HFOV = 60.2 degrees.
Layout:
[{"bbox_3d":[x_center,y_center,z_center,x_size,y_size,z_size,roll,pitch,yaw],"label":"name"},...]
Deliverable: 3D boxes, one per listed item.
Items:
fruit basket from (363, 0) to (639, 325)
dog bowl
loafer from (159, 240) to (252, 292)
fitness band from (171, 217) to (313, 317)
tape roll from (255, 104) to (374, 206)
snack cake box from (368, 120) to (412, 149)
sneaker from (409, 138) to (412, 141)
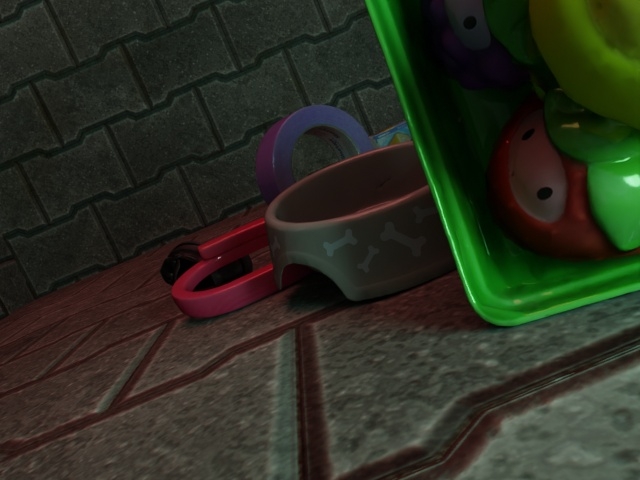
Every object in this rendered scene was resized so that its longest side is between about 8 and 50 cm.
[{"bbox_3d":[0.194,-0.138,0.405,0.283,0.391,0.392,-20,10,18],"label":"fruit basket"},{"bbox_3d":[0.079,-0.046,0.786,0.349,0.102,0.348,-19,20,7],"label":"dog bowl"},{"bbox_3d":[-0.271,0.063,1.174,0.303,0.109,0.095,-9,21,45],"label":"loafer"},{"bbox_3d":[-0.124,0.038,0.974,0.291,0.054,0.209,-26,29,-9],"label":"fitness band"},{"bbox_3d":[-0.005,-0.162,1.256,0.275,0.274,0.090,-29,12,-30],"label":"tape roll"},{"bbox_3d":[0.259,-0.273,1.618,0.265,0.152,0.089,-29,12,-28],"label":"snack cake box"},{"bbox_3d":[0.307,-0.268,1.243,0.323,0.130,0.236,-21,-32,-15],"label":"sneaker"}]
